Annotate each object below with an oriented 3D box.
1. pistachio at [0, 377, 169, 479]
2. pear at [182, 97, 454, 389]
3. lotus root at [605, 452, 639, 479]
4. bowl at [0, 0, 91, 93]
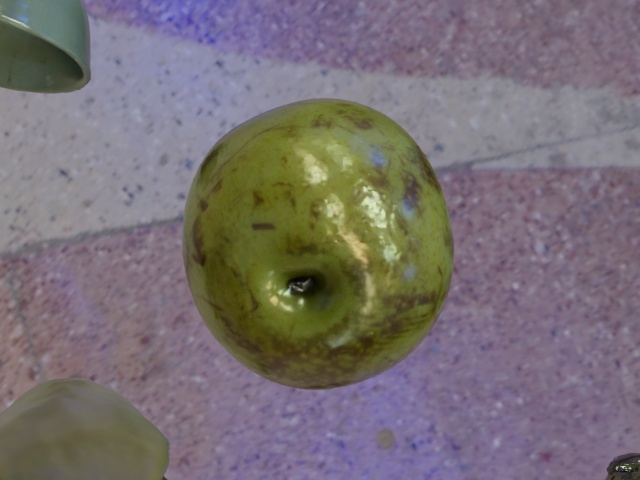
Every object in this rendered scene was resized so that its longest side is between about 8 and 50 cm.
[{"bbox_3d":[-0.171,0.187,0.806,0.197,0.288,0.166,-22,97,-4],"label":"pistachio"},{"bbox_3d":[0.000,0.000,1.265,0.283,0.283,0.284,13,64,-27],"label":"pear"},{"bbox_3d":[0.315,0.186,0.796,0.310,0.183,0.183,21,60,-14],"label":"lotus root"},{"bbox_3d":[-0.409,-0.299,1.630,0.289,0.289,0.146,18,76,-24],"label":"bowl"}]
